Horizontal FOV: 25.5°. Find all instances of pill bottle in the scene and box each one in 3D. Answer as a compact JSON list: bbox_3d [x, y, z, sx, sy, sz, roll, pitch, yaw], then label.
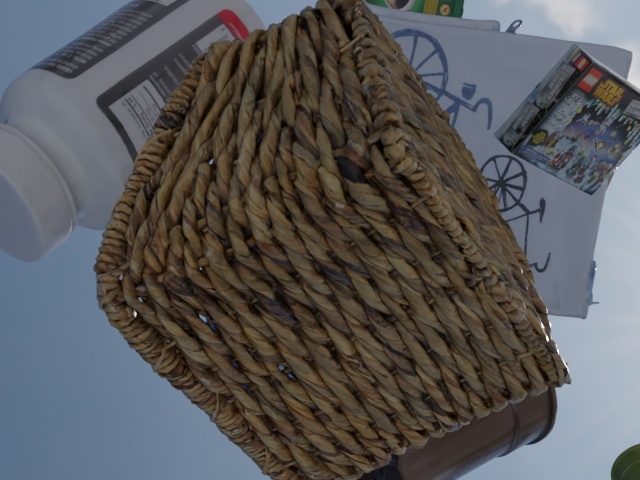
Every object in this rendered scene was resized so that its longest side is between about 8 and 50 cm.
[{"bbox_3d":[-0.203,-0.121,1.405,0.318,0.176,0.176,-41,-88,-32],"label":"pill bottle"}]

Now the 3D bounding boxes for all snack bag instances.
[{"bbox_3d":[0.163,-0.078,1.512,0.342,0.323,0.037,3,-167,-18],"label":"snack bag"}]

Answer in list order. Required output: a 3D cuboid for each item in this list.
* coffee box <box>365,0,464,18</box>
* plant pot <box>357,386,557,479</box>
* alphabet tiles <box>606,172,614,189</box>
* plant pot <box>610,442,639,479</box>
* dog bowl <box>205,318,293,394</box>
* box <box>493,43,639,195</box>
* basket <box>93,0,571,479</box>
[{"bbox_3d":[0.107,-0.348,1.879,0.184,0.040,0.113,6,-84,-23],"label":"coffee box"},{"bbox_3d":[0.092,0.148,1.253,0.165,0.167,0.167,-30,-98,-27],"label":"plant pot"},{"bbox_3d":[0.230,-0.006,1.837,0.011,0.285,0.342,61,-147,-17],"label":"alphabet tiles"},{"bbox_3d":[0.356,0.271,1.503,0.083,0.083,0.079,38,-156,-19],"label":"plant pot"},{"bbox_3d":[-0.037,0.028,1.454,0.074,0.297,0.166,-6,-142,-30],"label":"dog bowl"},{"bbox_3d":[0.208,-0.093,1.123,0.137,0.094,0.027,19,-153,-50],"label":"box"},{"bbox_3d":[0.000,0.000,0.971,0.299,0.223,0.213,49,-161,-43],"label":"basket"}]
